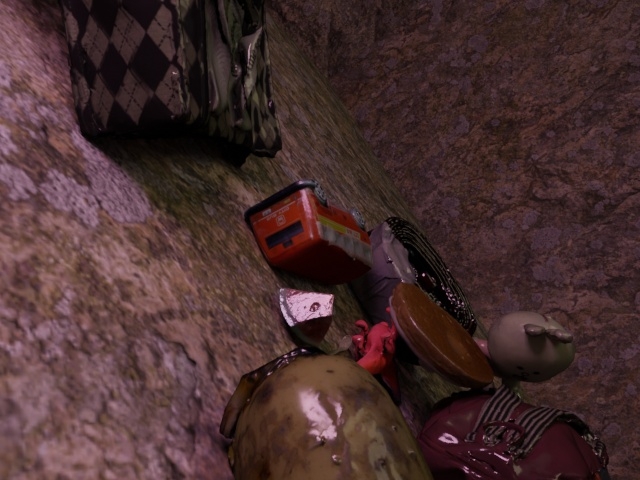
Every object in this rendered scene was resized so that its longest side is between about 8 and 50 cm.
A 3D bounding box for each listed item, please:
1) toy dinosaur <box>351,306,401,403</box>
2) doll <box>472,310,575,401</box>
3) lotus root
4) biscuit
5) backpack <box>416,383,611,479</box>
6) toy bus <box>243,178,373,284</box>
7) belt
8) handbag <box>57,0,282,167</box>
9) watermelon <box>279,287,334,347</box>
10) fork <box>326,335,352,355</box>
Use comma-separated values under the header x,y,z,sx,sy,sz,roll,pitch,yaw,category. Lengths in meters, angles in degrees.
x,y,z,sx,sy,sz,roll,pitch,yaw,category
0.097,0.208,0.842,0.286,0.070,0.139,-49,125,-72,toy dinosaur
0.342,0.190,0.915,0.275,0.155,0.113,96,14,-53,doll
0.025,0.230,0.400,0.173,0.173,0.309,29,37,-57,lotus root
0.192,0.163,0.862,0.208,0.049,0.181,40,21,-12,biscuit
0.275,0.321,0.786,0.283,0.197,0.317,20,-6,36,backpack
0.000,0.000,0.865,0.265,0.121,0.120,26,40,-61,toy bus
0.168,0.106,1.060,0.184,0.164,0.289,-13,67,-45,belt
-0.167,-0.266,0.731,0.416,0.180,0.317,-33,114,-78,handbag
-0.015,0.089,0.711,0.092,0.072,0.084,48,-1,-8,watermelon
0.012,0.152,0.719,0.028,0.034,0.219,64,17,5,fork
